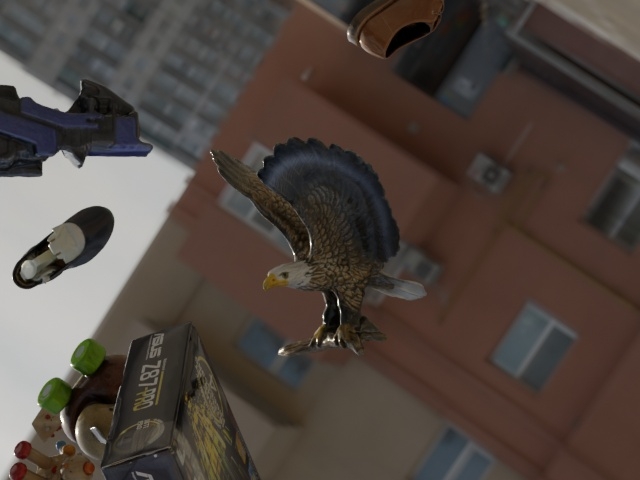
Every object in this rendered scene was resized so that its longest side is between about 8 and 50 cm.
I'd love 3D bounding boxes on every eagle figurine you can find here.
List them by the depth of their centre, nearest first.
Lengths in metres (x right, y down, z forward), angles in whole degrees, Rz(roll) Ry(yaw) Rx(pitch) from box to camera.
[{"bbox_3d":[-0.005,0.002,2.046,0.225,0.226,0.298,-32,-71,-76],"label":"eagle figurine"}]

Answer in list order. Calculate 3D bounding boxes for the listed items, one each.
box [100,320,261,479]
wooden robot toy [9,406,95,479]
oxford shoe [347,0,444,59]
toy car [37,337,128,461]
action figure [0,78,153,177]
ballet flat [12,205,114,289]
[{"bbox_3d":[-0.136,0.339,1.901,0.318,0.097,0.395,-84,-25,-67],"label":"box"},{"bbox_3d":[-0.284,0.256,1.712,0.076,0.079,0.173,42,-137,-46],"label":"wooden robot toy"},{"bbox_3d":[0.137,-0.307,2.062,0.076,0.212,0.076,41,167,29],"label":"oxford shoe"},{"bbox_3d":[-0.295,0.254,2.249,0.155,0.149,0.188,39,-176,-26],"label":"toy car"},{"bbox_3d":[-0.294,-0.101,1.103,0.341,0.330,0.178,7,160,-14],"label":"action figure"},{"bbox_3d":[-0.382,0.016,2.315,0.074,0.203,0.074,31,-138,-34],"label":"ballet flat"}]
